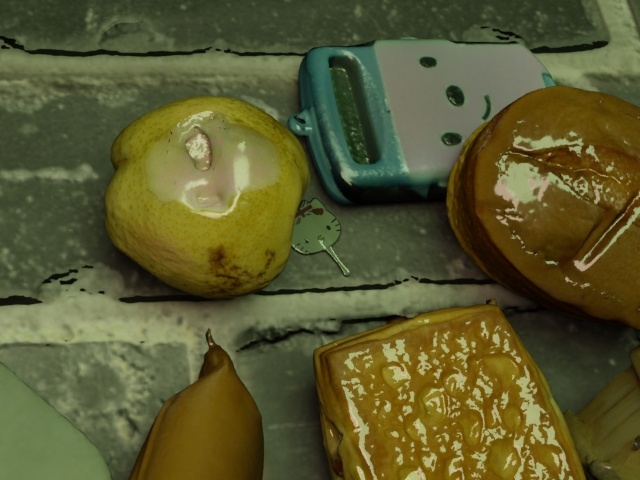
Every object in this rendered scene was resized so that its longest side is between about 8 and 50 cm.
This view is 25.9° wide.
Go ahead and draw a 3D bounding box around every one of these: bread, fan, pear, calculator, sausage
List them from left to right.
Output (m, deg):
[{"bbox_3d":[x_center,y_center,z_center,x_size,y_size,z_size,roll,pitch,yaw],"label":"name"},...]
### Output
[{"bbox_3d":[-0.099,0.197,1.057,0.112,0.112,0.328,21,44,-7],"label":"sausage"},{"bbox_3d":[-0.097,-0.038,1.160,0.178,0.178,0.178,8,62,-15],"label":"pear"},{"bbox_3d":[0.000,0.000,1.269,0.056,0.004,0.083,-31,78,-29],"label":"fan"},{"bbox_3d":[0.106,-0.118,1.339,0.293,0.051,0.173,-4,67,-21],"label":"calculator"},{"bbox_3d":[0.104,0.177,1.164,0.210,0.099,0.235,-15,76,-23],"label":"bread"},{"bbox_3d":[0.246,-0.025,1.257,0.269,0.142,0.195,28,76,-17],"label":"bread"}]

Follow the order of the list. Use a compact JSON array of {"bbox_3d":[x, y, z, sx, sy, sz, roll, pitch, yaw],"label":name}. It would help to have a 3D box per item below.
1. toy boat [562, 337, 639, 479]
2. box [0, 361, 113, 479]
[{"bbox_3d":[0.389,0.283,1.191,0.445,0.136,0.162,46,18,9],"label":"toy boat"},{"bbox_3d":[-0.390,0.192,0.948,0.396,0.111,0.396,44,57,-9],"label":"box"}]
